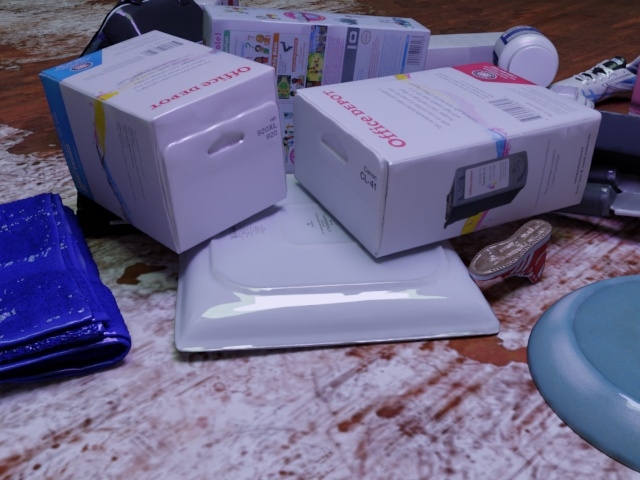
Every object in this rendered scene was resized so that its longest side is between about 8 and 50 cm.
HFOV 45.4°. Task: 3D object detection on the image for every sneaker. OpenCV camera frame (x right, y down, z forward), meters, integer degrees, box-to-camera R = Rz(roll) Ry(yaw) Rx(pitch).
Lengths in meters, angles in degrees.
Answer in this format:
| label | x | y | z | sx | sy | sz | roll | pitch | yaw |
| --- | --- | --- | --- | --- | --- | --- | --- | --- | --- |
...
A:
| label | x | y | z | sx | sy | sz | roll | pitch | yaw |
| --- | --- | --- | --- | --- | --- | --- | --- | --- | --- |
| sneaker | 0.219 | 0.030 | 0.878 | 0.118 | 0.067 | 0.042 | -29 | 45 | -23 |
| sneaker | 0.519 | -0.299 | 1.430 | 0.237 | 0.086 | 0.085 | -14 | 34 | -21 |

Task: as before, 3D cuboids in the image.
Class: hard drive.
| label | x | y | z | sx | sy | sz | roll | pitch | yaw |
| --- | --- | --- | --- | --- | --- | --- | --- | --- | --- |
| hard drive | 0.422 | -0.112 | 1.036 | 0.254 | 0.054 | 0.172 | 12 | -12 | 6 |

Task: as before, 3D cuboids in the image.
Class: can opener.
| label | x | y | z | sx | sy | sz | roll | pitch | yaw |
| --- | --- | --- | --- | --- | --- | --- | --- | --- | --- |
| can opener | 0.369 | -0.049 | 1.017 | 0.283 | 0.095 | 0.076 | 7 | 48 | 31 |

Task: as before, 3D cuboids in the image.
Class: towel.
| label | x | y | z | sx | sy | sz | roll | pitch | yaw |
| --- | --- | --- | --- | --- | --- | --- | --- | --- | --- |
| towel | -0.349 | 0.046 | 0.818 | 0.227 | 0.076 | 0.308 | -12 | 32 | -23 |

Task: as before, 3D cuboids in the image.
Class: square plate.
| label | x | y | z | sx | sy | sz | roll | pitch | yaw |
| --- | --- | --- | --- | --- | --- | --- | --- | --- | --- |
| square plate | 0.000 | 0.000 | 0.917 | 0.344 | 0.049 | 0.347 | -2 | 32 | -9 |

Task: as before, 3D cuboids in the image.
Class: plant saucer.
| label | x | y | z | sx | sy | sz | roll | pitch | yaw |
| --- | --- | --- | --- | --- | --- | --- | --- | --- | --- |
| plant saucer | 0.365 | 0.116 | 0.741 | 0.317 | 0.044 | 0.318 | 1 | 29 | -1 |

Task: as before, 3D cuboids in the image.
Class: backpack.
| label | x | y | z | sx | sy | sz | roll | pitch | yaw |
| --- | --- | --- | --- | --- | --- | --- | --- | --- | --- |
| backpack | -0.286 | -0.258 | 1.218 | 0.253 | 0.191 | 0.225 | -28 | 9 | 38 |

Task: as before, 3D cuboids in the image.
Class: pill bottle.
| label | x | y | z | sx | sy | sz | roll | pitch | yaw |
| --- | --- | --- | --- | --- | --- | --- | --- | --- | --- |
| pill bottle | 0.391 | -0.341 | 1.454 | 0.112 | 0.112 | 0.187 | 4 | 24 | 6 |

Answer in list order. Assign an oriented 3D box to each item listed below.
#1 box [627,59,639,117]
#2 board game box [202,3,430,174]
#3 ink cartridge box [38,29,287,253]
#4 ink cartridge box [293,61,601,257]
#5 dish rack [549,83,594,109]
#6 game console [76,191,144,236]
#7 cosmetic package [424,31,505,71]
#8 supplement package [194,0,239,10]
| label | x | y | z | sx | sy | sz | roll | pitch | yaw |
| --- | --- | --- | --- | --- | --- | --- | --- | --- | --- |
| box | 0.615 | -0.291 | 1.266 | 0.148 | 0.232 | 0.127 | 19 | 35 | 29 |
| board game box | -0.017 | -0.209 | 1.093 | 0.303 | 0.224 | 0.097 | -1 | 29 | -16 |
| ink cartridge box | -0.181 | -0.125 | 0.904 | 0.171 | 0.168 | 0.232 | -31 | 41 | -33 |
| ink cartridge box | 0.147 | -0.115 | 0.944 | 0.306 | 0.131 | 0.226 | -15 | 36 | -23 |
| dish rack | 0.297 | -0.211 | 1.289 | 0.332 | 0.072 | 0.285 | 11 | 32 | 19 |
| game console | -0.255 | -0.049 | 1.023 | 0.122 | 0.071 | 0.107 | -4 | 71 | 1 |
| cosmetic package | 0.311 | -0.398 | 1.623 | 0.239 | 0.060 | 0.099 | -5 | 32 | -11 |
| supplement package | -0.268 | -0.427 | 1.548 | 0.175 | 0.178 | 0.293 | 1 | 30 | 3 |
